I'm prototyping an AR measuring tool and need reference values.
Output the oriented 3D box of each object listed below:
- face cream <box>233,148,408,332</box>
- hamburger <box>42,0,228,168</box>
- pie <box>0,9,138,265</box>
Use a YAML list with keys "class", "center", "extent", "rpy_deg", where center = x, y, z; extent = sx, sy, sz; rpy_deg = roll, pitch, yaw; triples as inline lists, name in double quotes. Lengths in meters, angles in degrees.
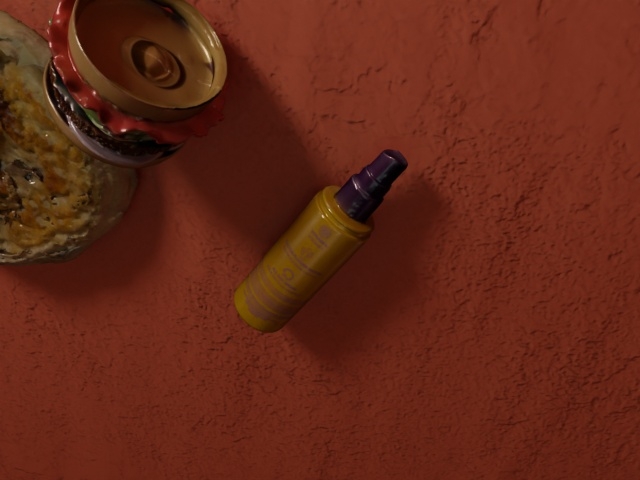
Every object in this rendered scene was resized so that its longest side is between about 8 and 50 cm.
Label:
- class: "face cream"
  center: [0.000, 0.000, 0.659]
  extent: [0.078, 0.078, 0.273]
  rpy_deg: [34, 121, -14]
- class: "hamburger"
  center: [-0.180, -0.145, 0.544]
  extent: [0.175, 0.175, 0.137]
  rpy_deg: [38, 135, -16]
- class: "pie"
  center: [-0.379, -0.107, 0.646]
  extent: [0.339, 0.077, 0.339]
  rpy_deg: [4, 123, 6]
